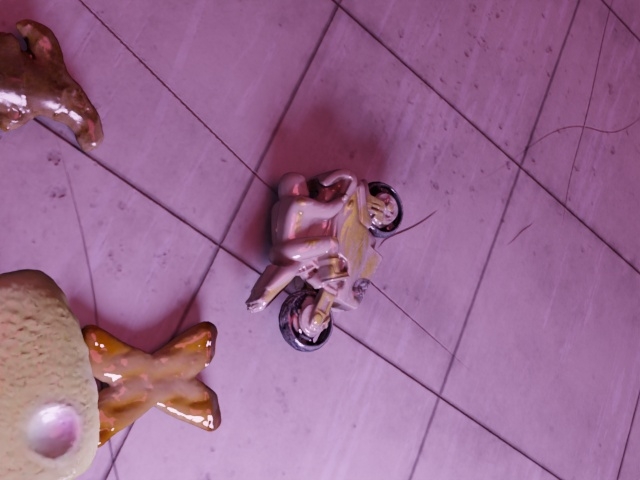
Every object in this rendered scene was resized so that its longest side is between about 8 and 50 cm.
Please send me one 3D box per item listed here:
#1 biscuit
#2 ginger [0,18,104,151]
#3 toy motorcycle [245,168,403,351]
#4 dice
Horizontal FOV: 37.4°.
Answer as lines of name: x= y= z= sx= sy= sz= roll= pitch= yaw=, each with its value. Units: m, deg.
biscuit: x=-0.236 y=0.197 z=1.323 sx=0.207 sy=0.047 sz=0.164 roll=1 pitch=81 yaw=-36
ginger: x=-0.433 y=-0.217 z=1.231 sx=0.332 sy=0.080 sz=0.166 roll=5 pitch=91 yaw=-32
toy motorcycle: x=0.000 y=0.000 z=1.489 sx=0.223 sy=0.107 sz=0.341 roll=44 pitch=59 yaw=-22
dice: x=-0.409 y=0.177 z=1.076 sx=0.254 sy=0.252 sz=0.250 roll=-17 pitch=93 yaw=-35
